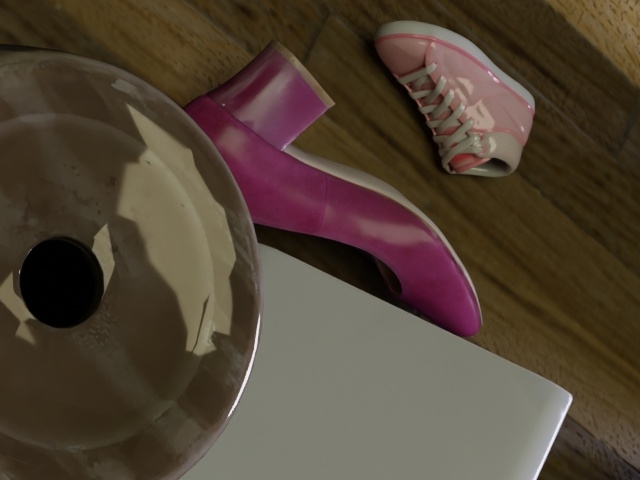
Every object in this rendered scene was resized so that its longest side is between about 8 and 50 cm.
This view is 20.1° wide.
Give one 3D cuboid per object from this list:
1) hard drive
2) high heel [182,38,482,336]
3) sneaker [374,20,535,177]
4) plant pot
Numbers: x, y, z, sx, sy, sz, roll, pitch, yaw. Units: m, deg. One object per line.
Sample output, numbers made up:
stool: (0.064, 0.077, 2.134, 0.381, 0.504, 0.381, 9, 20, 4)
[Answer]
hard drive: (-0.017, 0.176, 1.001, 0.210, 0.040, 0.318, 26, 63, 7)
high heel: (0.000, 0.000, 1.100, 0.117, 0.082, 0.244, -43, 122, -4)
sneaker: (0.086, -0.087, 1.175, 0.134, 0.051, 0.070, 30, 60, -32)
plant pot: (-0.179, 0.037, 0.827, 0.323, 0.280, 0.323, 6, 80, -34)
